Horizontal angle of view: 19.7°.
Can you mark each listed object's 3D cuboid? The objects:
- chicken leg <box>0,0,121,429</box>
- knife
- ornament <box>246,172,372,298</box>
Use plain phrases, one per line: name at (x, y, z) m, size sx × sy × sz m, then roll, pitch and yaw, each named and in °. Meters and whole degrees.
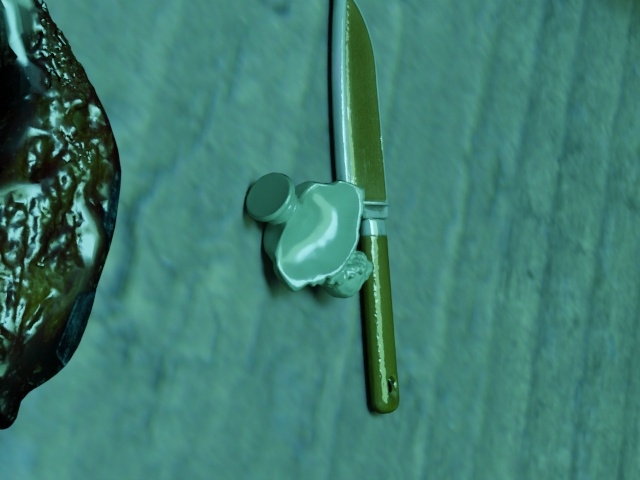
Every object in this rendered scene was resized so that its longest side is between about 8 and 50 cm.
chicken leg at (-0.136, -0.043, 0.813) m, size 0.106 × 0.051 × 0.253 m, roll 13°, pitch 71°, yaw -50°
knife at (0.027, -0.025, 1.084) m, size 0.046 × 0.022 × 0.256 m, roll 1°, pitch 84°, yaw -53°
ornament at (-0.002, -0.001, 1.017) m, size 0.068 × 0.041 × 0.092 m, roll -38°, pitch 127°, yaw -31°
